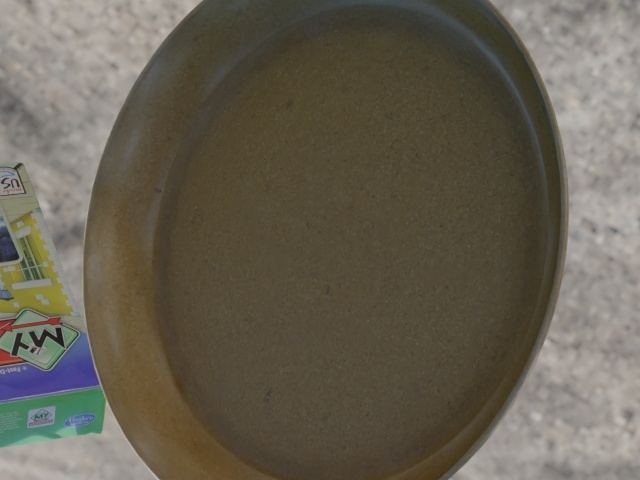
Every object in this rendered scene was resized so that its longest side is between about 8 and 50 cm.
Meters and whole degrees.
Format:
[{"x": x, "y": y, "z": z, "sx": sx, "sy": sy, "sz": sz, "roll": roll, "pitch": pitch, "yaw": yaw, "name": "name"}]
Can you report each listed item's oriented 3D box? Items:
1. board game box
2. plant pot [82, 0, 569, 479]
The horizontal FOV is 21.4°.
[{"x": -0.310, "y": 0.049, "z": 1.018, "sx": 0.213, "sy": 0.317, "sz": 0.046, "roll": -119, "pitch": 31, "yaw": -42, "name": "board game box"}, {"x": 0.000, "y": 0.000, "z": 0.675, "sx": 0.236, "sy": 0.236, "sz": 0.032, "roll": 16, "pitch": -179, "yaw": 38, "name": "plant pot"}]
